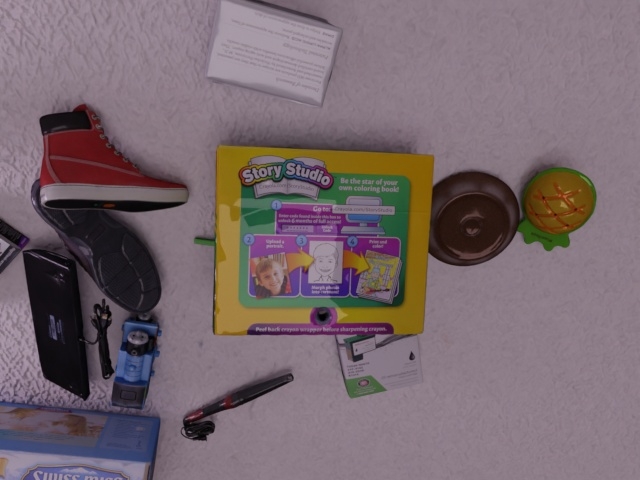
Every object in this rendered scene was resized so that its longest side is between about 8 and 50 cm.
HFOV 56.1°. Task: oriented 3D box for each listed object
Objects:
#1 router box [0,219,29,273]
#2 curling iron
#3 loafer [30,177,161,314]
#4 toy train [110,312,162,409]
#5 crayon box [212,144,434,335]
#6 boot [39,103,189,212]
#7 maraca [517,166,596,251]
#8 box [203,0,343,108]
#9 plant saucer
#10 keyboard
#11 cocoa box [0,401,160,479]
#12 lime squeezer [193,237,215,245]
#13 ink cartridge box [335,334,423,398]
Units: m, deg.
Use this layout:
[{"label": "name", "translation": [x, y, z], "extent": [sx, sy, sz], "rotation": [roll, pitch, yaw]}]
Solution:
[{"label": "router box", "translation": [-0.634, 0.027, 1.070], "extent": [0.179, 0.046, 0.133], "rotation": [-44, 112, 12]}, {"label": "curling iron", "translation": [-0.176, 0.347, 1.274], "extent": [0.274, 0.035, 0.068], "rotation": [-32, 118, 8]}, {"label": "loafer", "translation": [-0.398, 0.005, 1.080], "extent": [0.109, 0.095, 0.302], "rotation": [-44, 120, -21]}, {"label": "toy train", "translation": [-0.356, 0.232, 1.162], "extent": [0.080, 0.105, 0.184], "rotation": [11, 112, -12]}, {"label": "crayon box", "translation": [0.000, 0.000, 1.039], "extent": [0.363, 0.106, 0.312], "rotation": [1, 95, -10]}, {"label": "boot", "translation": [-0.341, -0.140, 1.014], "extent": [0.244, 0.088, 0.176], "rotation": [3, 75, -37]}, {"label": "maraca", "translation": [0.442, -0.057, 1.137], "extent": [0.127, 0.099, 0.185], "rotation": [23, 132, 16]}, {"label": "box", "translation": [-0.077, -0.296, 0.920], "extent": [0.182, 0.181, 0.119], "rotation": [12, 112, -12]}, {"label": "plant saucer", "translation": [0.285, -0.032, 1.149], "extent": [0.199, 0.036, 0.198], "rotation": [1, 114, 1]}, {"label": "keyboard", "translation": [-0.452, 0.168, 1.106], "extent": [0.202, 0.033, 0.317], "rotation": [20, 124, 20]}, {"label": "cocoa box", "translation": [-0.503, 0.466, 1.154], "extent": [0.348, 0.231, 0.227], "rotation": [10, 93, -11]}, {"label": "lime squeezer", "translation": [-0.077, -0.028, 1.108], "extent": [0.311, 0.059, 0.109], "rotation": [-29, 114, 7]}, {"label": "ink cartridge box", "translation": [0.110, 0.189, 1.207], "extent": [0.161, 0.092, 0.219], "rotation": [-12, 115, -2]}]
